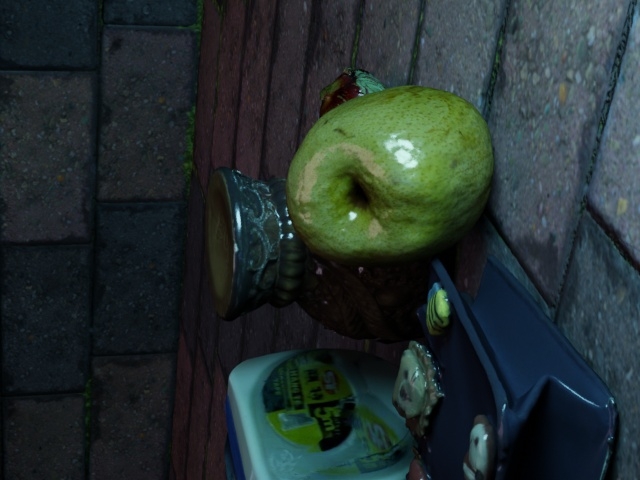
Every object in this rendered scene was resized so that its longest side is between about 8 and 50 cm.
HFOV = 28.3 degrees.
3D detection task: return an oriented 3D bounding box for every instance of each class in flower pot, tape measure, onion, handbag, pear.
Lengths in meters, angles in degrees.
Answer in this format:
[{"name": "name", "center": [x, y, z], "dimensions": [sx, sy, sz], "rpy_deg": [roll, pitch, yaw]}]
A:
[{"name": "flower pot", "center": [0.000, 0.000, 1.599], "dimensions": [0.266, 0.267, 0.266], "rpy_deg": [179, 90, -75]}, {"name": "tape measure", "center": [0.010, 0.255, 1.601], "dimensions": [0.259, 0.262, 0.138], "rpy_deg": [-109, 17, -48]}, {"name": "onion", "center": [0.047, -0.171, 1.705], "dimensions": [0.117, 0.119, 0.118], "rpy_deg": [-71, -12, -65]}, {"name": "handbag", "center": [0.163, 0.209, 1.303], "dimensions": [0.329, 0.122, 0.303], "rpy_deg": [-115, 28, -59]}, {"name": "pear", "center": [0.081, -0.071, 1.395], "dimensions": [0.228, 0.211, 0.188], "rpy_deg": [-10, 102, 32]}]
